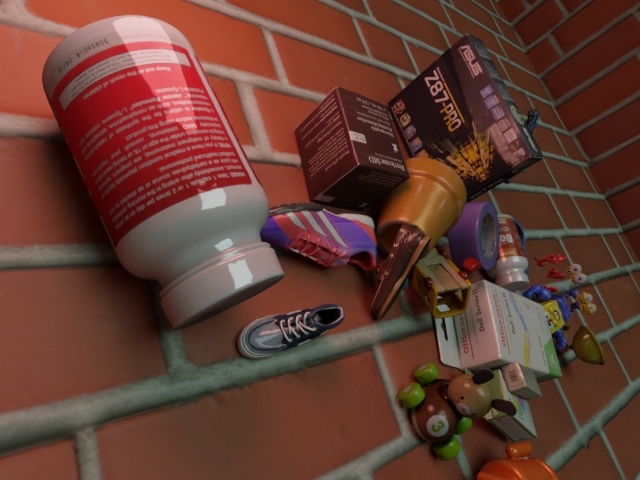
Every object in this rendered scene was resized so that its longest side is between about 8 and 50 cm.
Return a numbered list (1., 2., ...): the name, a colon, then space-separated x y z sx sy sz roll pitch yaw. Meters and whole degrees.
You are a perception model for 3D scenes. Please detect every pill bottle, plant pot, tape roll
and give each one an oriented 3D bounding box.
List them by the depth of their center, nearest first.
1. pill bottle: -0.218 -0.091 0.676 0.229 0.229 0.408 -19 78 -47
2. plant pot: 0.223 -0.059 1.085 0.205 0.205 0.188 43 50 -14
3. tape roll: 0.430 -0.013 1.274 0.189 0.080 0.189 -1 91 -51
4. pill bottle: 0.545 0.039 1.370 0.121 0.121 0.216 15 55 -36

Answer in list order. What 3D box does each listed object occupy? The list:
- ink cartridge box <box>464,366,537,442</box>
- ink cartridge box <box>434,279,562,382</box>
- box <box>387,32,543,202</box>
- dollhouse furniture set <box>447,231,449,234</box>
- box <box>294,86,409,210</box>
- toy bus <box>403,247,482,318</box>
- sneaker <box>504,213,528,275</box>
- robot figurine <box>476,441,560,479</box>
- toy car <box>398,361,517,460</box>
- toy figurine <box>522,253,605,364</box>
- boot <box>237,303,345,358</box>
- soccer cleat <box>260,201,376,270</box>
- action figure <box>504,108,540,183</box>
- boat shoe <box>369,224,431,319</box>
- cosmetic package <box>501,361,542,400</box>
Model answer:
1. ink cartridge box: 0.415 0.370 1.050 0.209 0.062 0.109 42 33 -32
2. ink cartridge box: 0.447 0.234 1.161 0.353 0.119 0.207 21 53 -33
3. box: 0.395 -0.320 1.313 0.097 0.318 0.395 -6 70 -44
4. dollhouse furniture set: 0.339 -0.042 1.317 0.114 0.091 0.081 50 -5 -39
5. box: 0.067 -0.202 1.050 0.168 0.167 0.203 5 62 -40
6. toy bus: 0.269 0.096 1.094 0.202 0.190 0.105 -40 137 -47
7. sneaker: 0.610 0.009 1.478 0.090 0.081 0.233 23 52 -40
8. robot figurine: 0.416 0.522 0.951 0.219 0.128 0.158 16 34 -34
9. toy car: 0.282 0.321 0.905 0.155 0.188 0.149 56 42 0
10. toy figurine: 0.683 0.244 1.393 0.217 0.191 0.363 -24 98 -13
11. boot: -0.047 0.147 0.789 0.189 0.086 0.069 -11 73 -45
12. soccer cleat: 0.000 0.000 0.914 0.318 0.108 0.117 5 66 -43
13. action figure: 0.671 -0.384 1.717 0.330 0.178 0.341 45 68 -19
14. boat shoe: 0.156 0.066 0.982 0.073 0.207 0.073 30 1 17
15. cosmetic package: 0.468 0.328 1.063 0.115 0.041 0.060 35 37 -40
